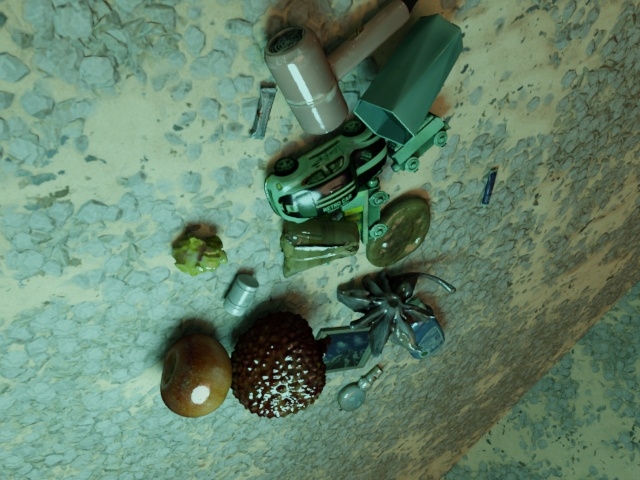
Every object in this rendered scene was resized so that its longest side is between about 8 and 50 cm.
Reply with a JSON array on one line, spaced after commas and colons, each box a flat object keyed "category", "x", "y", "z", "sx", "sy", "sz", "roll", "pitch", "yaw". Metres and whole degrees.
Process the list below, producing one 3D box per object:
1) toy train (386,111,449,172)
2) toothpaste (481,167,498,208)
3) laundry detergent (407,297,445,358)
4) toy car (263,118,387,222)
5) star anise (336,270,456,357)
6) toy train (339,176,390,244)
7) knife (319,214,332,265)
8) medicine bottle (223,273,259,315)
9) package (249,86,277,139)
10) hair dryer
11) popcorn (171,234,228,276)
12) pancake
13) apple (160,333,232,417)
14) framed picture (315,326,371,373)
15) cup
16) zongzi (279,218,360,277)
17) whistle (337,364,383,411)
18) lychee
[{"category": "toy train", "x": 0.231, "y": -0.239, "z": 1.206, "sx": 0.172, "sy": 0.070, "sz": 0.099, "roll": -42, "pitch": 128, "yaw": 2}, {"category": "toothpaste", "x": 0.510, "y": -0.155, "z": 1.513, "sx": 0.037, "sy": 0.021, "sz": 0.140, "roll": -23, "pitch": 135, "yaw": -27}, {"category": "laundry detergent", "x": 0.345, "y": 0.300, "z": 1.746, "sx": 0.143, "sy": 0.094, "sz": 0.290, "roll": -30, "pitch": 135, "yaw": -2}, {"category": "toy car", "x": 0.030, "y": -0.143, "z": 1.101, "sx": 0.305, "sy": 0.125, "sz": 0.136, "roll": -29, "pitch": 137, "yaw": -9}, {"category": "star anise", "x": 0.211, "y": 0.211, "z": 1.474, "sx": 0.359, "sy": 0.316, "sz": 0.139, "roll": 20, "pitch": 153, "yaw": -4}, {"category": "toy train", "x": 0.100, "y": -0.073, "z": 1.252, "sx": 0.132, "sy": 0.083, "sz": 0.200, "roll": -15, "pitch": 134, "yaw": -10}, {"category": "knife", "x": -0.001, "y": -0.001, "z": 1.277, "sx": 0.078, "sy": 0.023, "sz": 0.166, "roll": -3, "pitch": 127, "yaw": -17}, {"category": "medicine bottle", "x": -0.195, "y": 0.133, "z": 1.227, "sx": 0.058, "sy": 0.058, "sz": 0.091, "roll": 13, "pitch": 117, "yaw": -42}, {"category": "package", "x": -0.113, "y": -0.248, "z": 0.985, "sx": 0.037, "sy": 0.015, "sz": 0.110, "roll": -3, "pitch": 125, "yaw": -33}, {"category": "hair dryer", "x": 0.060, "y": -0.380, "z": 0.955, "sx": 0.344, "sy": 0.106, "sz": 0.189, "roll": -44, "pitch": 137, "yaw": -9}, {"category": "popcorn", "x": -0.260, "y": 0.034, "z": 1.080, "sx": 0.109, "sy": 0.089, "sz": 0.097, "roll": -18, "pitch": 170, "yaw": -10}, {"category": "pancake", "x": 0.231, "y": -0.015, "z": 1.410, "sx": 0.241, "sy": 0.050, "sz": 0.242, "roll": -23, "pitch": 141, "yaw": -20}, {"category": "apple", "x": -0.297, "y": 0.330, "z": 1.223, "sx": 0.162, "sy": 0.201, "sz": 0.201, "roll": 21, "pitch": 113, "yaw": -30}, {"category": "framed picture", "x": 0.075, "y": 0.360, "z": 1.650, "sx": 0.281, "sy": 0.019, "sz": 0.209, "roll": 0, "pitch": 125, "yaw": -36}, {"category": "cup", "x": 0.184, "y": -0.330, "z": 1.017, "sx": 0.236, "sy": 0.148, "sz": 0.134, "roll": -59, "pitch": 156, "yaw": -8}, {"category": "zongzi", "x": -0.005, "y": 0.030, "z": 1.231, "sx": 0.194, "sy": 0.099, "sz": 0.197, "roll": 2, "pitch": 137, "yaw": -5}, {"category": "whistle", "x": 0.142, "y": 0.543, "z": 1.835, "sx": 0.220, "sy": 0.057, "sz": 0.107, "roll": -45, "pitch": 125, "yaw": 0}, {"category": "lychee", "x": -0.097, "y": 0.319, "z": 1.310, "sx": 0.300, "sy": 0.264, "sz": 0.264, "roll": -25, "pitch": 137, "yaw": -19}]
